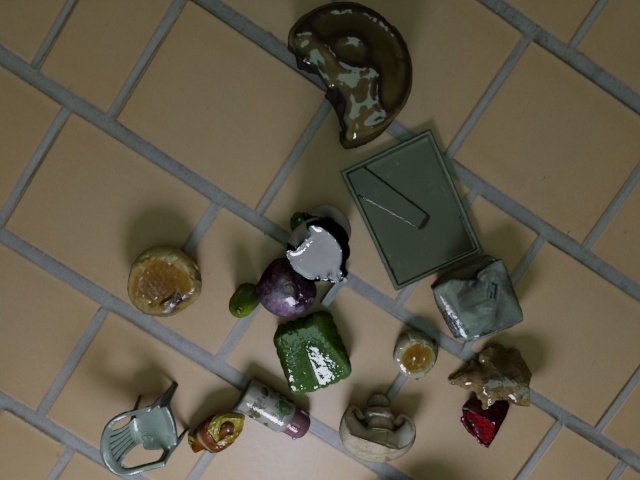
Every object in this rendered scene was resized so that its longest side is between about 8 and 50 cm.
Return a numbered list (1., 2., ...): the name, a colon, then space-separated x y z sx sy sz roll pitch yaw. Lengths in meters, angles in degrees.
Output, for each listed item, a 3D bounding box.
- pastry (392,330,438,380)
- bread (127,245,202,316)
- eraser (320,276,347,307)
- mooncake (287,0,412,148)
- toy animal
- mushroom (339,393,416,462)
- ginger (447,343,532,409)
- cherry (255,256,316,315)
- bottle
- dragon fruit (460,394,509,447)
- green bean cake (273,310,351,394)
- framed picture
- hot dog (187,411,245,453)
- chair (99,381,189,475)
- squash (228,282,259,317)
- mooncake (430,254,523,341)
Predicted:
1. pastry: 0.319 0.384 1.868 0.165 0.088 0.166 0 101 -1
2. bread: -0.496 0.129 1.798 0.244 0.134 0.245 0 101 -1
3. eraser: 0.045 0.166 1.851 0.029 0.052 0.122 36 96 -6
4. mooncake: 0.075 -0.496 1.677 0.393 0.246 0.394 18 91 -7
5. toy animal: -0.007 -0.006 1.717 0.212 0.267 0.213 0 116 -1
6. mushroom: 0.180 0.642 1.868 0.253 0.195 0.189 14 130 -6
7. ginger: 0.568 0.456 1.865 0.269 0.123 0.219 2 74 8
8. cherry: -0.110 0.156 1.788 0.195 0.195 0.195 0 97 -1
9. bottle: -0.151 0.572 1.869 0.253 0.120 0.120 31 96 -6
10. dragon fruit: 0.565 0.611 1.913 0.127 0.120 0.161 -29 131 -36
11. green bean cake: -0.031 0.366 1.843 0.222 0.125 0.248 -19 100 0
12. framed picture: 0.303 -0.095 1.835 0.325 0.028 0.446 -24 97 2
13. hot dog: -0.354 0.653 1.849 0.123 0.093 0.261 40 119 -16
14. chair: -0.561 0.609 1.787 0.190 0.275 0.204 -11 95 1
15. squash: -0.244 0.196 1.783 0.095 0.188 0.095 0 95 0
16. mooncake: 0.509 0.197 1.822 0.250 0.136 0.255 -22 92 0
